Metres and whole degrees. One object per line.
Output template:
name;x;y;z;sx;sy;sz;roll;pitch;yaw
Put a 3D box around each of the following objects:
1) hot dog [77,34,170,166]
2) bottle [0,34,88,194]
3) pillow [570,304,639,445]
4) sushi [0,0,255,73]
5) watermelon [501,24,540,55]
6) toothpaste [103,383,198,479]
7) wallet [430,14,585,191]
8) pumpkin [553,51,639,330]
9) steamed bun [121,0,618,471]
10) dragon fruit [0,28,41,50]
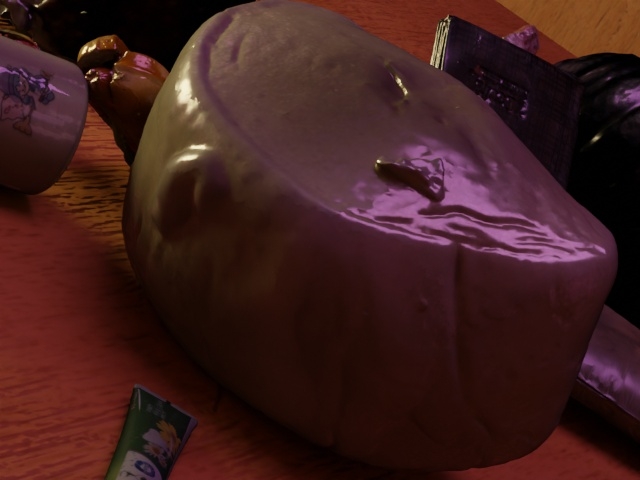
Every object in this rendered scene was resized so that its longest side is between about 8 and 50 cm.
hot dog;-0.139;-0.093;1.330;0.092;0.062;0.236;28;-12;24
bottle;-0.294;-0.115;1.174;0.233;0.110;0.110;19;23;-33
pillow;0.295;0.136;1.479;0.302;0.075;0.185;34;20;-3
sushi;-0.178;-0.322;1.587;0.281;0.294;0.299;24;21;-30
watermelon;0.244;-0.129;1.891;0.318;0.226;0.148;31;43;34
toothpaste;-0.107;0.136;0.957;0.049;0.031;0.204;31;17;-6
wallet;0.137;-0.019;1.356;0.169;0.317;0.044;23;-18;-30
pumpkin;0.271;-0.044;1.631;0.296;0.296;0.296;28;19;-11
steamed bun;-0.001;0.003;1.144;0.236;0.247;0.383;-17;48;-39
dragon fruit;-0.275;-0.151;1.372;0.056;0.060;0.083;12;29;-51
